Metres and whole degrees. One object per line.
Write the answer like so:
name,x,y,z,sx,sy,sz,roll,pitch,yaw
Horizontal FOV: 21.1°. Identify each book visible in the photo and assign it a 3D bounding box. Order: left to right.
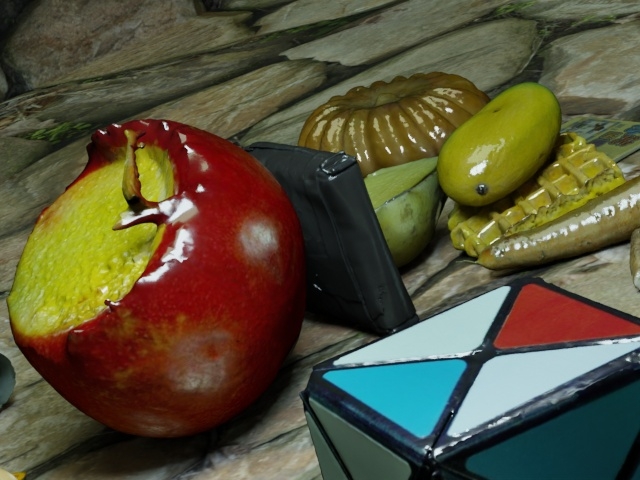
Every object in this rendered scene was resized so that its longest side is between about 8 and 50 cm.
book,0.392,-0.142,2.518,0.168,0.013,0.192,-28,23,-31

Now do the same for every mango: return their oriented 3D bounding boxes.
mango,0.242,-0.130,2.238,0.137,0.091,0.237,11,47,46

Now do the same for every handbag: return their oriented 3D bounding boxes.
handbag,0.000,0.000,2.096,0.080,0.246,0.223,-34,25,-25

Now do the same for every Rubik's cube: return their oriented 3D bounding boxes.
Rubik's cube,0.160,0.201,1.409,0.248,0.246,0.250,-24,20,-19

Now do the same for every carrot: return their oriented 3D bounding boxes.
carrot,0.312,-0.011,2.145,0.298,0.078,0.078,-19,19,-1

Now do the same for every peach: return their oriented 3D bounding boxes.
peach,-0.168,0.048,1.972,0.335,0.310,0.406,-51,24,11

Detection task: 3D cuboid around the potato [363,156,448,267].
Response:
potato,0.094,-0.023,2.277,0.160,0.111,0.272,-15,12,24

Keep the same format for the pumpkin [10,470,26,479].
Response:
pumpkin,-0.365,0.282,1.927,0.083,0.028,0.050,-17,8,9

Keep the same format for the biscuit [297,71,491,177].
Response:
biscuit,0.116,-0.190,2.744,0.326,0.107,0.325,-11,21,4

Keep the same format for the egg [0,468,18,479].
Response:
egg,-0.371,0.282,1.861,0.096,0.080,0.080,-12,19,-4

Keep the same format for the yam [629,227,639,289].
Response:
yam,0.385,0.021,2.054,0.032,0.032,0.145,-11,19,13

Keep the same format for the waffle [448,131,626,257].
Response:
waffle,0.263,-0.063,2.263,0.229,0.057,0.219,-30,26,0

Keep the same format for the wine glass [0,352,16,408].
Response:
wine glass,-0.484,0.164,2.238,0.103,0.103,0.222,-28,21,-31
